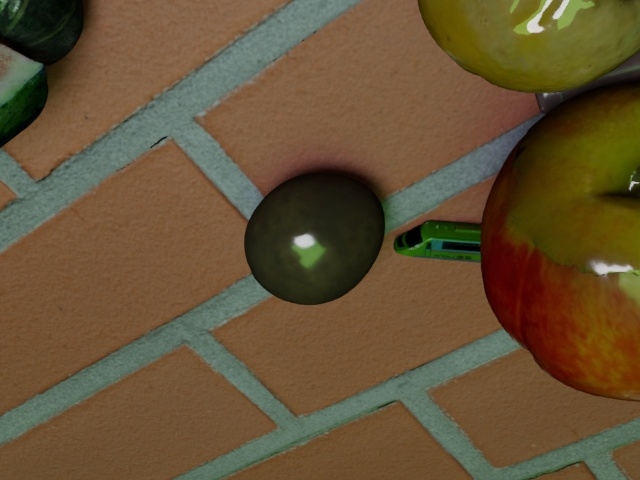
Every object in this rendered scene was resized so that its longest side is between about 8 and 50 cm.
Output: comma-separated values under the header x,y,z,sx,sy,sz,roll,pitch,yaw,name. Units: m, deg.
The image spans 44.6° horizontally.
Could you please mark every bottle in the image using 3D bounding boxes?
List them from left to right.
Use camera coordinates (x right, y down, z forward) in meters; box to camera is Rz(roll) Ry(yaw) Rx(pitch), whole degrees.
x,y,z,sx,sy,sz,roll,pitch,yaw,name
0.316,-0.187,0.894,0.140,0.053,0.053,-16,123,15,bottle

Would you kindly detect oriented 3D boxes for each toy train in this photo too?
x,y,z,sx,sy,sz,roll,pitch,yaw,name
0.204,0.000,1.043,0.209,0.044,0.042,4,126,1,toy train

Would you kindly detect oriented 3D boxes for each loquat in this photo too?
x,y,z,sx,sy,sz,roll,pitch,yaw,name
0.207,-0.251,0.756,0.243,0.244,0.244,2,126,3,loquat

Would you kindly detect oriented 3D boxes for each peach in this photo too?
x,y,z,sx,sy,sz,roll,pitch,yaw,name
0.346,0.016,0.851,0.370,0.370,0.370,2,126,3,peach

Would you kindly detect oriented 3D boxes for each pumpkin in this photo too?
x,y,z,sx,sy,sz,roll,pitch,yaw,name
-0.346,-0.259,0.850,0.167,0.167,0.125,1,82,4,pumpkin

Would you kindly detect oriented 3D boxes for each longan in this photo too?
x,y,z,sx,sy,sz,roll,pitch,yaw,name
0.000,0.000,0.999,0.185,0.159,0.204,-34,154,15,longan

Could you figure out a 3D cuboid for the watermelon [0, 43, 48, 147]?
x,y,z,sx,sy,sz,roll,pitch,yaw,name
-0.491,-0.123,0.840,0.319,0.222,0.292,25,153,-14,watermelon
